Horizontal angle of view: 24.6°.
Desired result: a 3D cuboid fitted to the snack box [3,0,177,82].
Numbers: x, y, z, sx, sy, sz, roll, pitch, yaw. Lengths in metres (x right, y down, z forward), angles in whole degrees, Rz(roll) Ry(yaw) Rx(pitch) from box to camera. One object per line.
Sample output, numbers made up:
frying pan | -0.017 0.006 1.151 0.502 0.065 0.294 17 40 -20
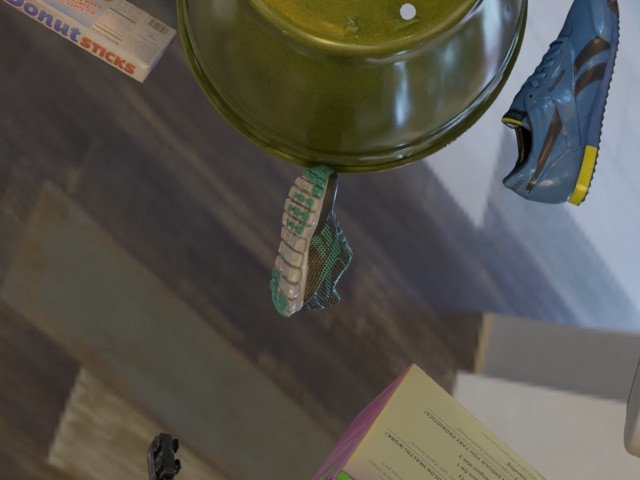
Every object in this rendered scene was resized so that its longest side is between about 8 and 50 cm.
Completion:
snack box | -0.210 -0.199 1.223 0.178 0.022 0.064 31 42 -4

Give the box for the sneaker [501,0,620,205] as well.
sneaker | 0.210 -0.136 1.292 0.069 0.082 0.209 137 -34 -82

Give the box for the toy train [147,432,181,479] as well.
toy train | -0.132 0.236 1.251 0.027 0.036 0.158 15 41 -26

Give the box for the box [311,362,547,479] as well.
box | 0.093 0.281 1.408 0.213 0.117 0.243 41 40 -1

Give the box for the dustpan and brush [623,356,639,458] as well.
dustpan and brush | 0.265 0.131 1.084 0.211 0.060 0.147 -60 162 -62

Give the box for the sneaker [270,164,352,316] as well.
sneaker | 0.000 0.000 1.517 0.076 0.065 0.166 2 115 -28

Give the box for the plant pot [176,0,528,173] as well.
plant pot | 0.034 -0.261 1.351 0.353 0.366 0.366 92 -4 -87
